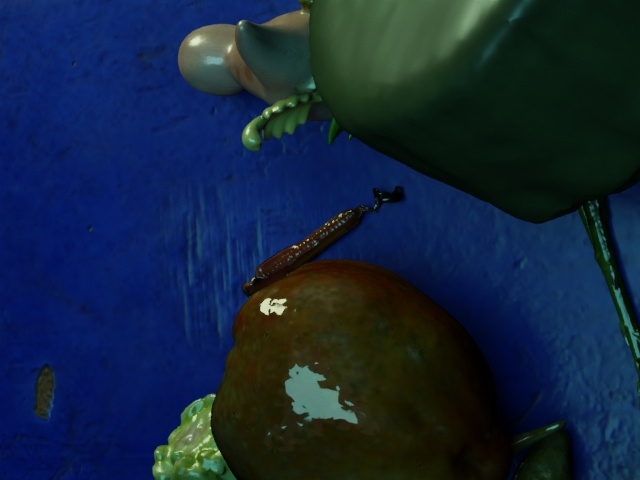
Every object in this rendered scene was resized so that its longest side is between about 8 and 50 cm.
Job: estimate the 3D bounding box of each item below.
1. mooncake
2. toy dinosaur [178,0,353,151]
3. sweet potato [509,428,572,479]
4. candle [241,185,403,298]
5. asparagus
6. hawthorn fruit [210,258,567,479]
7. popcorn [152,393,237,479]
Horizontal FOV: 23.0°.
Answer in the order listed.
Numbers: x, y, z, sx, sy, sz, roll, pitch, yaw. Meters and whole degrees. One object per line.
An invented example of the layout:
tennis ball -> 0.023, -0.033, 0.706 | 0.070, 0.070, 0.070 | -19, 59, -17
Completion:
mooncake -> 0.159, -0.196, 1.067 | 0.356, 0.194, 0.356 | -40, 37, 39
toy dinosaur -> -0.035, -0.160, 1.264 | 0.177, 0.194, 0.152 | 4, 102, 5
sweet potato -> 0.145, 0.277, 1.225 | 0.075, 0.075, 0.273 | 16, 98, 25
candle -> -0.001, -0.001, 1.319 | 0.167, 0.021, 0.026 | -36, 77, 23
asparagus -> 0.229, 0.046, 1.206 | 0.023, 0.022, 0.232 | -12, 81, -18
hawthorn fruit -> 0.052, 0.130, 1.206 | 0.262, 0.210, 0.210 | 17, 99, 14
popcorn -> -0.081, 0.181, 1.332 | 0.109, 0.089, 0.097 | -25, 45, 16
